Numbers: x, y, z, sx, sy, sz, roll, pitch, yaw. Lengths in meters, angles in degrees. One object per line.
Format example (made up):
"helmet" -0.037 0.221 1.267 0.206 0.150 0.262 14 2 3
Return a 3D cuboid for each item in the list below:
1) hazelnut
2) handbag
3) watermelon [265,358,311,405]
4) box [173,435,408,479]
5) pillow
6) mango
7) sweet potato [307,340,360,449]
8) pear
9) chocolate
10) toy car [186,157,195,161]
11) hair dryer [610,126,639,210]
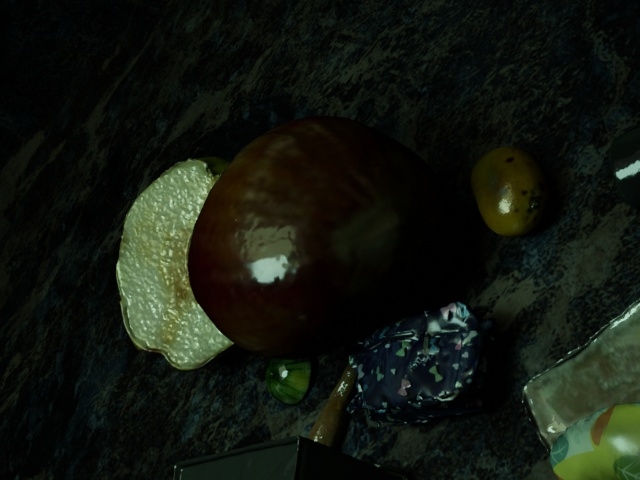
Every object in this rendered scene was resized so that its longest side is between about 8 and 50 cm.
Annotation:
"hazelnut" 0.000 0.000 1.825 0.421 0.352 0.421 -13 21 5
"handbag" 0.150 0.181 1.717 0.260 0.113 0.162 -23 54 46
"watermelon" -0.061 0.230 2.034 0.105 0.062 0.105 -32 50 48
"box" -0.066 0.454 1.742 0.345 0.204 0.251 -23 50 47
"pillow" 0.362 0.292 1.293 0.214 0.086 0.233 -31 78 48
"mango" 0.278 -0.079 1.744 0.115 0.090 0.178 -56 24 26
"sweet potato" 0.029 0.264 1.894 0.050 0.050 0.214 8 71 57
"pear" -0.197 0.044 2.217 0.340 0.191 0.386 27 104 23
"chocolate" 0.391 0.174 1.368 0.303 0.100 0.185 -43 60 34
"toy car" -0.236 -0.047 2.455 0.141 0.097 0.320 -56 36 11
"hair dryer" 0.488 -0.032 1.408 0.244 0.116 0.302 -24 60 46
